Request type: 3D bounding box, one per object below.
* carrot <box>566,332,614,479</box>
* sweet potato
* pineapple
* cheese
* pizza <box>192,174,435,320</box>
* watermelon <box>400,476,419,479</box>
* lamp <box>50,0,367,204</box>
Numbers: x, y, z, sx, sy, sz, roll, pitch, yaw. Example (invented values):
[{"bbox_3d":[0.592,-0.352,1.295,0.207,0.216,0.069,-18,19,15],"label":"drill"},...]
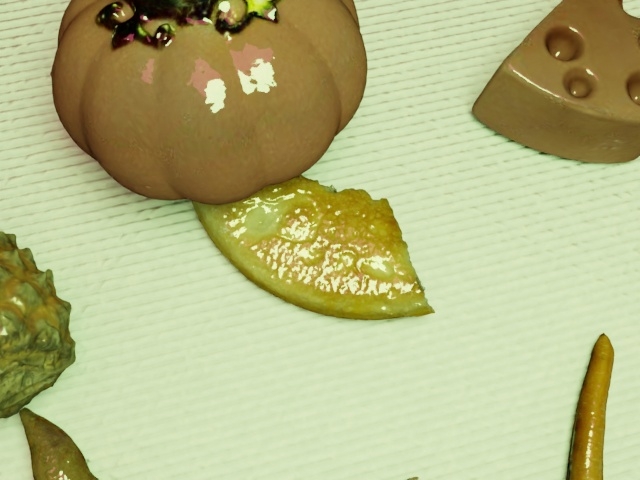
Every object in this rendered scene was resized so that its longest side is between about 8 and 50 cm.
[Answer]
[{"bbox_3d":[0.274,0.181,0.804,0.037,0.037,0.190,14,71,-1],"label":"carrot"},{"bbox_3d":[-0.217,0.245,0.733,0.065,0.051,0.218,-27,78,-10],"label":"sweet potato"},{"bbox_3d":[-0.377,0.011,0.746,0.175,0.175,0.361,-37,65,-14],"label":"pineapple"},{"bbox_3d":[0.299,-0.165,0.869,0.177,0.128,0.203,44,71,6],"label":"cheese"},{"bbox_3d":[-0.005,0.004,0.821,0.271,0.056,0.134,14,75,3],"label":"pizza"},{"bbox_3d":[0.104,0.304,0.719,0.158,0.121,0.098,44,96,12],"label":"watermelon"},{"bbox_3d":[-0.107,-0.184,0.758,0.305,0.239,0.305,-3,52,3],"label":"lamp"}]
